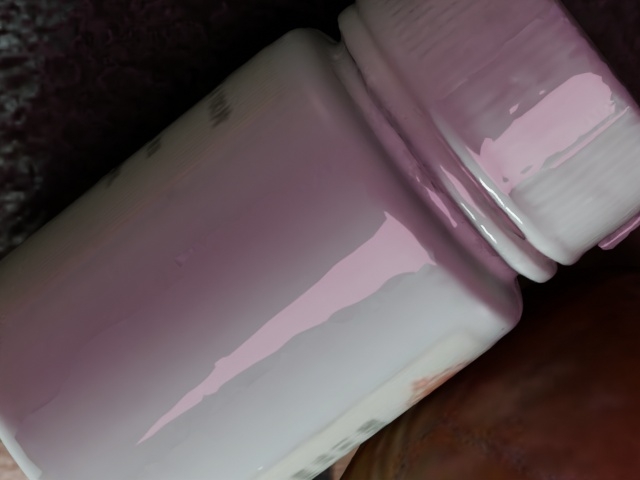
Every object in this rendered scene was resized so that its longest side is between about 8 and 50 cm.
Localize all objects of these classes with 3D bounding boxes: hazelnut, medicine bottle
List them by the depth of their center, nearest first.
[{"bbox_3d":[0.000,0.000,0.667,0.252,0.144,0.144,-38,121,14],"label":"medicine bottle"},{"bbox_3d":[0.099,0.110,0.725,0.214,0.176,0.214,-28,153,-16],"label":"hazelnut"}]
